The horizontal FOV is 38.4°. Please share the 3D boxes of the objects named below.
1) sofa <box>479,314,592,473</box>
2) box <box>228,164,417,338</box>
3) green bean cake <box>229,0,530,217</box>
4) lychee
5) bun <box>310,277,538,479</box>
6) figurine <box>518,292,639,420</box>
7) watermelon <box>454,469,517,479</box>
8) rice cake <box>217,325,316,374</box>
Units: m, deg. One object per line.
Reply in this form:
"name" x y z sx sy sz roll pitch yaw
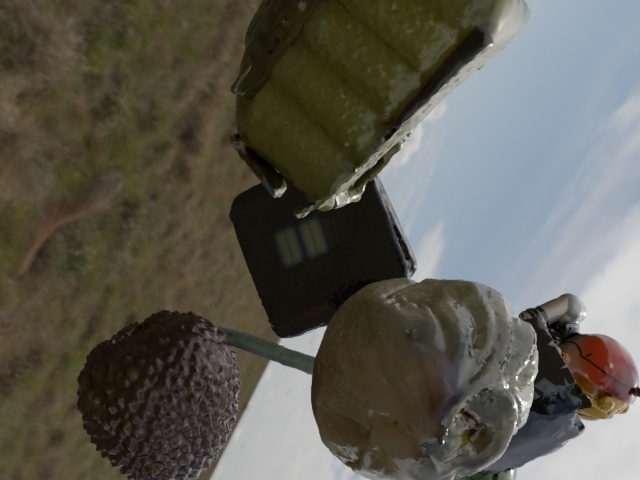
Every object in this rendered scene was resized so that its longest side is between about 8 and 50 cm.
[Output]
"sofa" 0.305 0.269 1.585 0.182 0.258 0.200 99 -25 -49
"box" 0.000 0.000 1.960 0.350 0.359 0.091 -27 167 21
"green bean cake" 0.048 -0.193 0.952 0.310 0.202 0.285 -46 175 14
"lychee" -0.243 0.248 1.430 0.267 0.267 0.267 -63 -179 2
"bun" 0.128 0.171 1.068 0.282 0.281 0.205 -63 -160 -3
"figurine" 0.626 0.288 2.178 0.196 0.323 0.320 -41 151 19
"watermelon" 0.224 0.403 1.715 0.285 0.285 0.285 -63 -179 2
"rice cake" -0.089 0.189 1.576 0.033 0.207 0.033 40 68 -71
